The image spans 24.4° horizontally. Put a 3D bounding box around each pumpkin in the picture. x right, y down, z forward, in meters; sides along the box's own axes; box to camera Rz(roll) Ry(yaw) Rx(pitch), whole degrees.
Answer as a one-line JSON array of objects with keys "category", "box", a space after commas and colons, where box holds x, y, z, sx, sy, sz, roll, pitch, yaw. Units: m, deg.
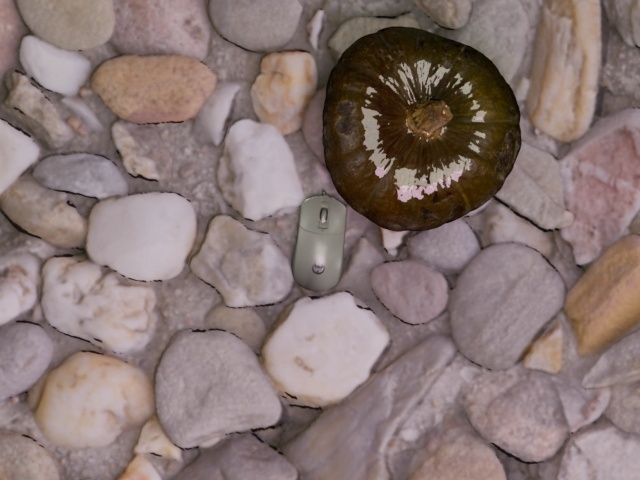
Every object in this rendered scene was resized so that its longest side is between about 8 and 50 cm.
[{"category": "pumpkin", "box": [0.107, -0.114, 1.543, 0.219, 0.162, 0.219, 1, 84, -5]}]

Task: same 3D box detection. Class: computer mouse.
[{"category": "computer mouse", "box": [0.000, 0.000, 1.595, 0.055, 0.032, 0.110, 6, 88, -4]}]
